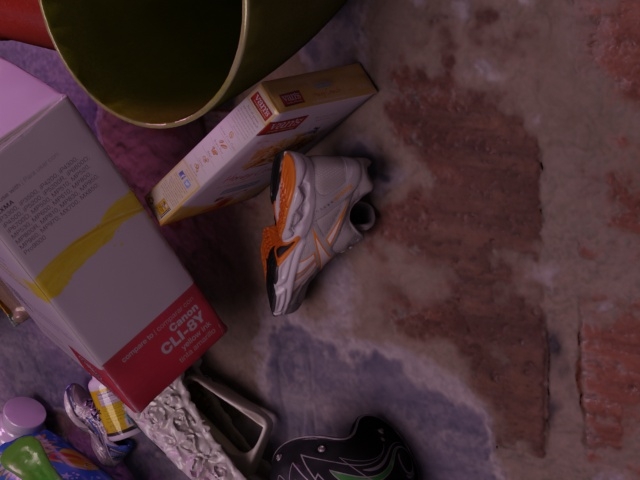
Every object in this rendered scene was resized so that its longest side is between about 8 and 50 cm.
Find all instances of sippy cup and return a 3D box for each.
[{"bbox_3d":[-0.382,0.401,1.904,0.224,0.240,0.305,40,118,32],"label":"sippy cup"}]

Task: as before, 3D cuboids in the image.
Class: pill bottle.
[{"bbox_3d":[-0.464,0.313,2.010,0.086,0.086,0.152,37,126,21],"label":"pill bottle"},{"bbox_3d":[-0.286,0.216,1.849,0.065,0.065,0.116,-16,96,40],"label":"pill bottle"}]

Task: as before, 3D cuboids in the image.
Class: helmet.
[{"bbox_3d":[0.024,0.299,1.577,0.169,0.161,0.169,14,115,33],"label":"helmet"}]

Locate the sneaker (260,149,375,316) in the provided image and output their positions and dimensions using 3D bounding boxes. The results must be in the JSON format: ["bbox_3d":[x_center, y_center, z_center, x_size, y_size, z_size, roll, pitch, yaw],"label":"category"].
[{"bbox_3d":[0.000,0.000,1.528,0.262,0.121,0.099,104,159,-52],"label":"sneaker"}]

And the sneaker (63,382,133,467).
[{"bbox_3d":[-0.315,0.257,1.904,0.058,0.052,0.135,-34,92,31],"label":"sneaker"}]

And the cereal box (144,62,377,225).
[{"bbox_3d":[-0.069,-0.108,1.485,0.240,0.173,0.047,-38,78,41],"label":"cereal box"}]

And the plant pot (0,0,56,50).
[{"bbox_3d":[-0.291,-0.329,1.532,0.265,0.272,0.272,21,119,20],"label":"plant pot"}]

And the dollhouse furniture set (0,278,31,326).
[{"bbox_3d":[-0.470,0.008,1.909,0.301,0.151,0.197,-26,114,24],"label":"dollhouse furniture set"}]

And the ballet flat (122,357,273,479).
[{"bbox_3d":[-0.089,0.298,1.694,0.409,0.147,0.147,43,128,16],"label":"ballet flat"}]

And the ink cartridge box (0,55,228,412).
[{"bbox_3d":[-0.315,-0.017,1.566,0.279,0.160,0.385,30,156,50],"label":"ink cartridge box"}]

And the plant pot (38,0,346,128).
[{"bbox_3d":[-0.089,-0.282,1.354,0.274,0.293,0.275,15,116,33],"label":"plant pot"}]
